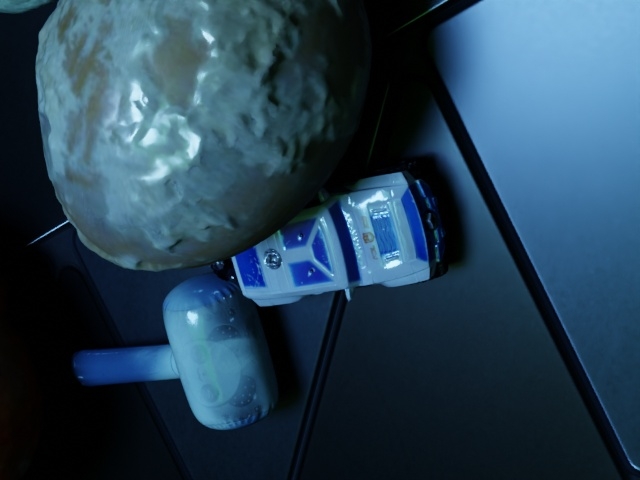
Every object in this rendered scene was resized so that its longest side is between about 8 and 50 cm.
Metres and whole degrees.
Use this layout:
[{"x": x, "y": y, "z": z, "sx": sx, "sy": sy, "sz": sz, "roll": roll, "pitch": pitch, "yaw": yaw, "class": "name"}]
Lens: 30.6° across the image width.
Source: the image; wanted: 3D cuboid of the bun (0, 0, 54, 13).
[{"x": -0.200, "y": -0.263, "z": 0.792, "sx": 0.204, "sy": 0.126, "sz": 0.212, "roll": 4, "pitch": 103, "yaw": 56, "class": "bun"}]

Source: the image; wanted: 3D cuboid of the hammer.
[{"x": -0.123, "y": 0.089, "z": 0.897, "sx": 0.194, "sy": 0.069, "sz": 0.116, "roll": -9, "pitch": 102, "yaw": 36, "class": "hammer"}]

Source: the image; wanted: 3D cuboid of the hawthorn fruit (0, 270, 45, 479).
[{"x": -0.357, "y": 0.129, "z": 0.903, "sx": 0.295, "sy": 0.311, "sz": 0.295, "roll": 7, "pitch": 114, "yaw": 15, "class": "hawthorn fruit"}]

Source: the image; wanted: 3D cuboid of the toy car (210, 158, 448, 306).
[{"x": 0.000, "y": 0.000, "z": 0.793, "sx": 0.170, "sy": 0.070, "sz": 0.080, "roll": -9, "pitch": 101, "yaw": 31, "class": "toy car"}]

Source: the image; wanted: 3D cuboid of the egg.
[{"x": -0.071, "y": -0.095, "z": 0.720, "sx": 0.203, "sy": 0.203, "sz": 0.245, "roll": 23, "pitch": 85, "yaw": 22, "class": "egg"}]
